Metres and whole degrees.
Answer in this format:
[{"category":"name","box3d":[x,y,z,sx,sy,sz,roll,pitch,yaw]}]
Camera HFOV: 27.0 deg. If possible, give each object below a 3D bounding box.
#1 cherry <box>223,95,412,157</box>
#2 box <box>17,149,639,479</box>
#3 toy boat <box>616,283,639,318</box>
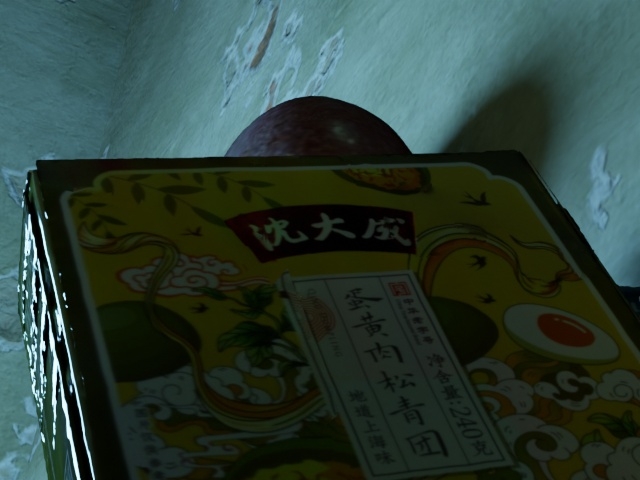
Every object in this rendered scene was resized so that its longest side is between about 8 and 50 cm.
[{"category":"cherry","box3d":[0.000,0.000,1.305,0.261,0.221,0.307,-63,34,36]},{"category":"box","box3d":[0.023,0.112,0.824,0.420,0.373,0.138,-114,26,-48]},{"category":"toy boat","box3d":[0.213,0.061,0.940,0.137,0.060,0.060,160,106,-67]}]
